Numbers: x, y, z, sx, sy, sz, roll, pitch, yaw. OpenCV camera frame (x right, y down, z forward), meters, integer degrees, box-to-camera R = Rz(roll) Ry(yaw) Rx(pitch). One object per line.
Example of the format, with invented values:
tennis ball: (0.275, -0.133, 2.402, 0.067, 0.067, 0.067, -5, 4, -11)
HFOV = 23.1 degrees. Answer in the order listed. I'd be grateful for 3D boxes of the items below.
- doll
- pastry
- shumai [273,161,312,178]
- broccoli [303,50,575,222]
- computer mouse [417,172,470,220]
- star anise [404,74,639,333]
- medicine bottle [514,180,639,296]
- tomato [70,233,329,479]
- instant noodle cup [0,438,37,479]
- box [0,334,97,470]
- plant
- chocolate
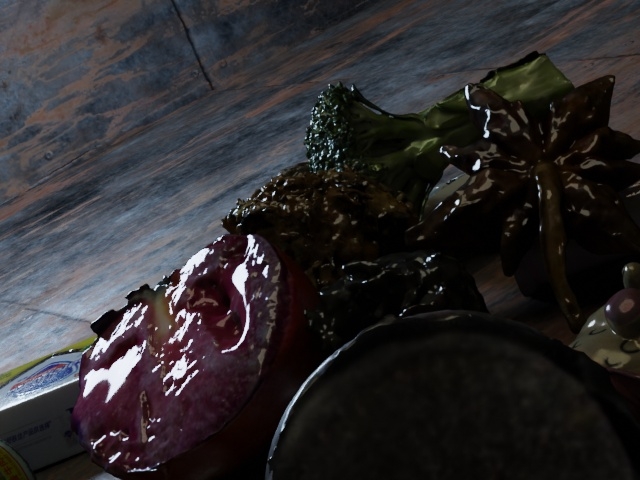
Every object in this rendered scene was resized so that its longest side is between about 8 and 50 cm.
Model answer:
doll: (0.313, 0.102, 1.425, 0.256, 0.152, 0.196, -34, 6, -19)
pastry: (0.005, 0.038, 1.897, 0.275, 0.275, 0.193, -15, 34, 26)
shumai: (0.000, 0.000, 2.218, 0.175, 0.206, 0.166, -56, -4, 41)
broccoli: (0.160, -0.118, 2.070, 0.361, 0.252, 0.221, -9, 33, -13)
computer mouse: (0.218, -0.050, 2.159, 0.145, 0.082, 0.236, -31, 19, -22)
star anise: (0.254, -0.063, 1.786, 0.292, 0.109, 0.349, 8, 60, 34)
medicine bottle: (0.424, -0.051, 1.840, 0.426, 0.108, 0.108, -19, 17, 10)
tomato: (-0.118, 0.170, 1.767, 0.335, 0.176, 0.289, -36, 35, 16)
instant noodle cup: (-0.427, 0.315, 1.739, 0.193, 0.193, 0.212, -9, 13, 40)
box: (-0.336, 0.212, 2.056, 0.265, 0.097, 0.168, -22, 16, 6)
plant: (0.091, 0.106, 1.656, 0.178, 0.204, 0.234, -14, 10, 16)
chocolate: (0.093, 0.207, 1.240, 0.303, 0.303, 0.213, -26, -1, -8)
